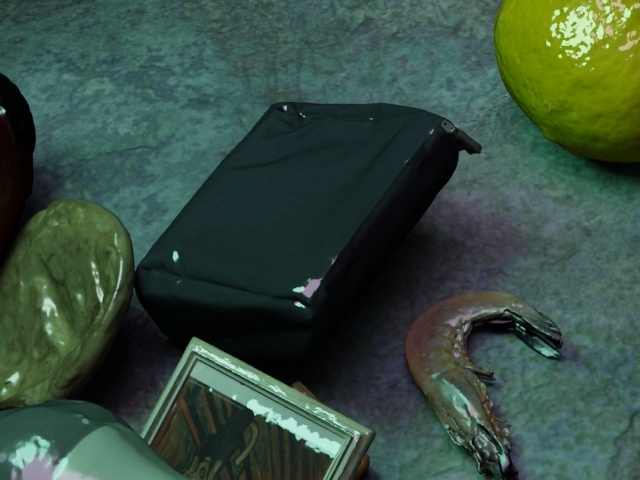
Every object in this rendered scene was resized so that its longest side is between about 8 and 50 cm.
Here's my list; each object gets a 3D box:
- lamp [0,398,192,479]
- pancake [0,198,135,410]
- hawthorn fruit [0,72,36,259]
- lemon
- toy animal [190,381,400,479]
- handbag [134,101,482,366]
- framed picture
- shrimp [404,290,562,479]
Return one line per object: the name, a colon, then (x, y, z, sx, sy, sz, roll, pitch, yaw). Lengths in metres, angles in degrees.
lamp: (-0.181, 0.228, 1.094, 0.314, 0.182, 0.182, 3, 47, 44)
pancake: (-0.273, 0.066, 1.359, 0.242, 0.050, 0.241, -19, 59, 36)
hawthorn fruit: (-0.449, -0.073, 1.422, 0.316, 0.316, 0.316, -5, 50, 6)
lemon: (0.311, -0.206, 1.431, 0.233, 0.233, 0.288, -31, 52, -16)
toy animal: (-0.003, 0.253, 1.207, 0.157, 0.097, 0.312, -43, 58, -9)
handbag: (0.000, 0.002, 1.348, 0.275, 0.178, 0.302, 11, 51, 37)
framed picture: (-0.101, 0.246, 1.191, 0.216, 0.016, 0.273, 24, 82, 28)
shrimp: (0.174, 0.137, 1.291, 0.152, 0.046, 0.219, -21, 50, -4)
